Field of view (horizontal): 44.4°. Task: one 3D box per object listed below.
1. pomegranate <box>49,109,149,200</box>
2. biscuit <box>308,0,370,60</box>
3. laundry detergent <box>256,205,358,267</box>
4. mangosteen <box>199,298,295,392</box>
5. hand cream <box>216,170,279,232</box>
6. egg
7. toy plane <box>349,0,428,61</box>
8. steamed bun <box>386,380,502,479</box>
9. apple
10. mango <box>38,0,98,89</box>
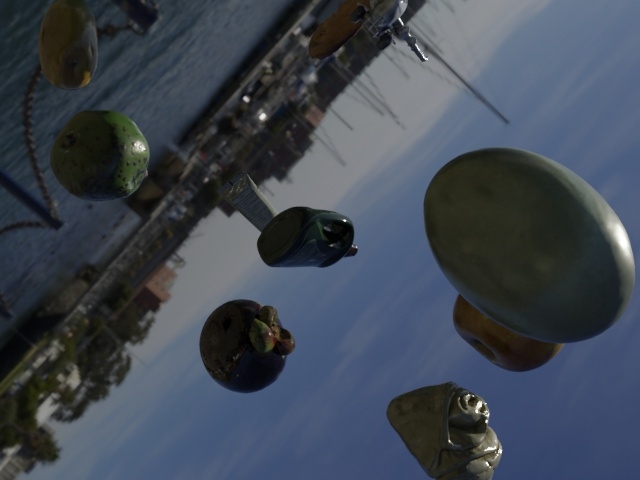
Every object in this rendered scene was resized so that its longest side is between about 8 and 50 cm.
[{"bbox_3d":[-0.552,-0.213,2.010,0.254,0.254,0.271,-44,154,17],"label":"pomegranate"},{"bbox_3d":[0.036,-0.410,1.502,0.224,0.033,0.144,-20,-143,55],"label":"biscuit"},{"bbox_3d":[0.000,0.000,1.426,0.222,0.078,0.144,7,138,-47],"label":"laundry detergent"},{"bbox_3d":[-0.212,0.303,2.295,0.288,0.288,0.288,-46,-172,8],"label":"mangosteen"},{"bbox_3d":[-0.133,-0.056,1.786,0.080,0.234,0.050,-36,-151,9],"label":"hand cream"},{"bbox_3d":[0.317,0.004,1.213,0.258,0.352,0.258,-40,167,-11],"label":"egg"},{"bbox_3d":[0.080,-0.287,1.006,0.065,0.162,0.171,-43,-172,11],"label":"toy plane"},{"bbox_3d":[0.256,0.353,1.473,0.211,0.218,0.144,16,124,-47],"label":"steamed bun"},{"bbox_3d":[0.394,0.148,1.597,0.207,0.237,0.237,-50,-172,-13],"label":"apple"},{"bbox_3d":[-0.404,-0.322,1.265,0.194,0.092,0.130,-109,-152,-54],"label":"mango"}]
